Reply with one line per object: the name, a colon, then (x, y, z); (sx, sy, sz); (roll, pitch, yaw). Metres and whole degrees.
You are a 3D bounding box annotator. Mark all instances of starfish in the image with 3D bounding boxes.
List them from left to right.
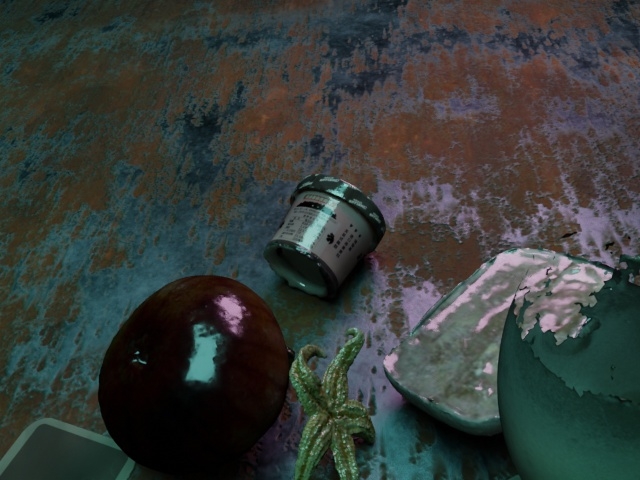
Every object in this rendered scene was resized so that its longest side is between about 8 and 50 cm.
starfish: (0.021, 0.197, 0.739); (0.053, 0.150, 0.210); (-13, 48, 41)

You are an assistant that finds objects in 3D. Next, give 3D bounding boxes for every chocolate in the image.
chocolate: (0.233, 0.126, 0.806); (0.303, 0.101, 0.185); (-35, 39, -28)

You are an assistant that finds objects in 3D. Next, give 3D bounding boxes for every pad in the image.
pad: (-0.348, 0.336, 0.752); (0.176, 0.002, 0.266); (11, 47, 19)

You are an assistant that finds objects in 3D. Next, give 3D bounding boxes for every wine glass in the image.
wine glass: (0.239, 0.177, 0.556); (0.190, 0.357, 0.190); (-4, 35, 3)

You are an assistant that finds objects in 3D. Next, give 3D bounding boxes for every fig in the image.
fig: (-0.140, 0.162, 0.757); (0.234, 0.214, 0.235); (-12, 42, 11)

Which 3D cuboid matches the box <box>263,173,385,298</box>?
box: (0.000, 0.000, 0.946); (0.151, 0.151, 0.135); (19, 58, 26)
